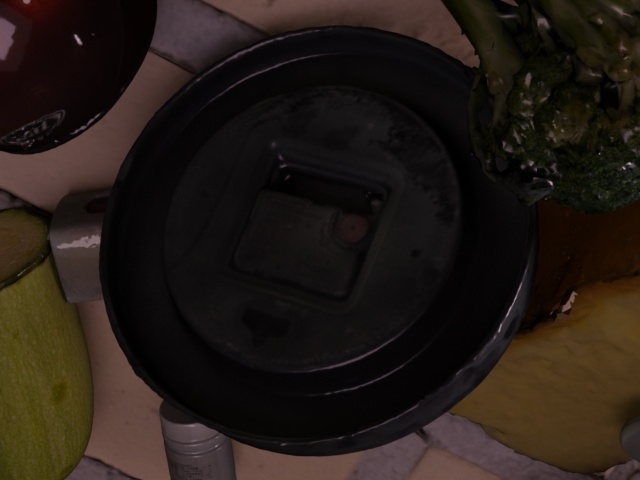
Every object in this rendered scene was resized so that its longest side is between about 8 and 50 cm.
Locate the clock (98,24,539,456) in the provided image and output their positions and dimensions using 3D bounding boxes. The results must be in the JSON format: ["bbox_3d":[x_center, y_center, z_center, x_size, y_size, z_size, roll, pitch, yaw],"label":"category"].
[{"bbox_3d":[-0.001,-0.001,1.097,0.319,0.318,0.066,-12,154,11],"label":"clock"}]

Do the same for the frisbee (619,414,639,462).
[{"bbox_3d":[0.284,0.157,1.173,0.110,0.014,0.110,11,153,6],"label":"frisbee"}]

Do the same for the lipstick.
[{"bbox_3d":[-0.082,-0.008,1.218,0.253,0.079,0.077,-6,118,9],"label":"lipstick"}]

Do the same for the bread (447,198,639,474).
[{"bbox_3d":[0.228,0.089,1.151,0.248,0.279,0.315,24,108,-18],"label":"bread"}]

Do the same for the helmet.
[{"bbox_3d":[-0.229,-0.167,1.088,0.189,0.193,0.216,-24,87,19],"label":"helmet"}]

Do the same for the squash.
[{"bbox_3d":[-0.254,0.108,1.277,0.133,0.132,0.247,-5,122,8],"label":"squash"}]

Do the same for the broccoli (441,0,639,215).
[{"bbox_3d":[0.184,-0.186,0.973,0.283,0.304,0.321,26,113,-2],"label":"broccoli"}]

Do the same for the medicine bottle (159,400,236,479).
[{"bbox_3d":[-0.107,0.180,1.344,0.058,0.058,0.091,-3,120,6],"label":"medicine bottle"}]
